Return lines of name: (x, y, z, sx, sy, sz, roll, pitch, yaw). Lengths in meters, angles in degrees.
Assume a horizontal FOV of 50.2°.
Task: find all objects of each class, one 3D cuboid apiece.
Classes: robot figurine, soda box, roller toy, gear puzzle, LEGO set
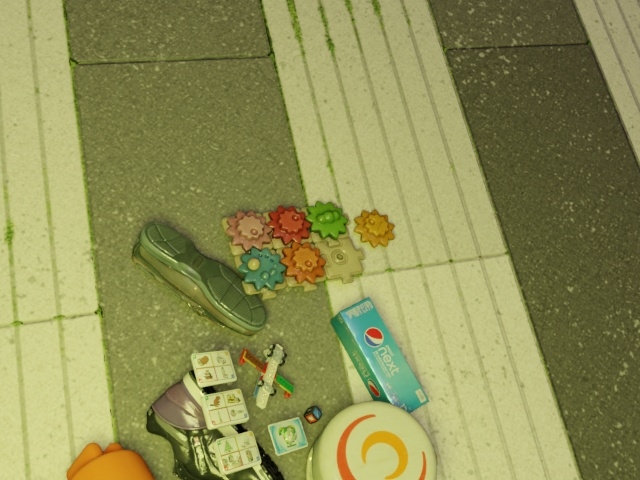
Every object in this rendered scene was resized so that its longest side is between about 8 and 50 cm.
robot figurine: (-0.285, 0.394, 0.984, 0.128, 0.158, 0.219, -29, 52, -21)
soda box: (0.102, 0.212, 1.210, 0.067, 0.071, 0.210, -24, 77, -23)
roller toy: (0.079, 0.367, 1.102, 0.191, 0.146, 0.209, 37, 57, 9)
gear puzzle: (0.000, 0.000, 1.261, 0.339, 0.044, 0.175, -9, 63, -26)
LEGO set: (-0.102, 0.261, 1.095, 0.244, 0.060, 0.182, 2, 63, -51)

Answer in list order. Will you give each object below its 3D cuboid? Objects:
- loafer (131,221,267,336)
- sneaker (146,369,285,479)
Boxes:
loafer: (-0.212, 0.078, 1.189, 0.267, 0.084, 0.096, 40, 34, -1)
sneaker: (-0.162, 0.353, 1.086, 0.124, 0.107, 0.283, -40, 82, -5)
